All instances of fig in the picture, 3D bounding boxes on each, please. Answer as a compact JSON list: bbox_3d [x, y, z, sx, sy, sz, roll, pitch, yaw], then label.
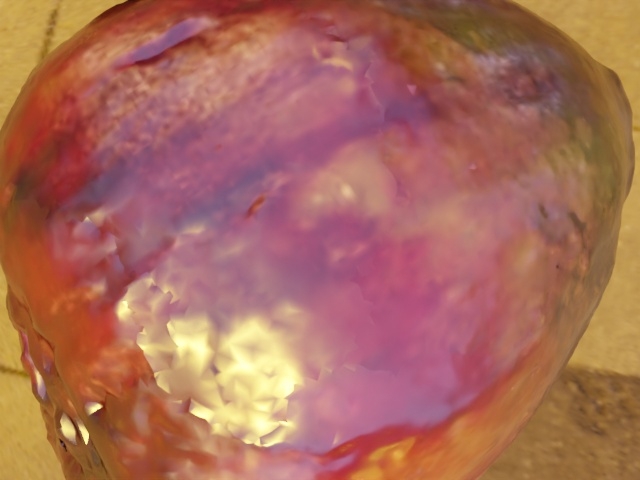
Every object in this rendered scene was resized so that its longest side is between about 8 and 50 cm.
[{"bbox_3d":[-0.010,0.005,0.573,0.263,0.224,0.224,-41,107,17],"label":"fig"}]
